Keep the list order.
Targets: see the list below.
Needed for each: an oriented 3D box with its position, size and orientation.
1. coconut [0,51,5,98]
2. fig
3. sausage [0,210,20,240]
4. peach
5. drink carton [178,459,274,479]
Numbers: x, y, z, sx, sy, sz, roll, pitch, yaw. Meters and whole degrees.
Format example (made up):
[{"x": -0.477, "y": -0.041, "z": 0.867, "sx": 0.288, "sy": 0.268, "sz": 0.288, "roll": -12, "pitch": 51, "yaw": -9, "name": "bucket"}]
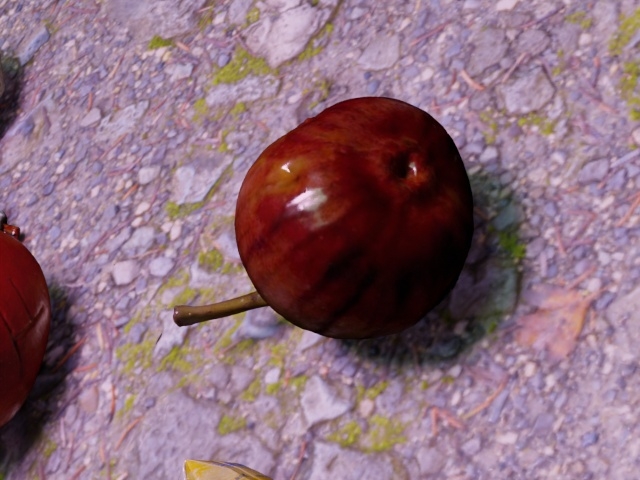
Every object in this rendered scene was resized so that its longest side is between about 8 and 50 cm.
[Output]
[{"x": -0.482, "y": -0.169, "z": 1.577, "sx": 0.197, "sy": 0.237, "sz": 0.237, "roll": 10, "pitch": 65, "yaw": 42, "name": "coconut"}, {"x": 0.016, "y": 0.006, "z": 1.150, "sx": 0.204, "sy": 0.186, "sz": 0.249, "roll": -57, "pitch": -1, "yaw": -39, "name": "fig"}, {"x": -0.469, "y": -0.048, "z": 1.462, "sx": 0.125, "sy": 0.317, "sz": 0.117, "roll": 128, "pitch": 156, "yaw": -58, "name": "sausage"}, {"x": -0.350, "y": 0.087, "z": 1.300, "sx": 0.226, "sy": 0.190, "sz": 0.196, "roll": -72, "pitch": 7, "yaw": -52, "name": "peach"}, {"x": -0.064, "y": 0.216, "z": 1.094, "sx": 0.200, "sy": 0.084, "sz": 0.075, "roll": 21, "pitch": 96, "yaw": 42, "name": "drink carton"}]
